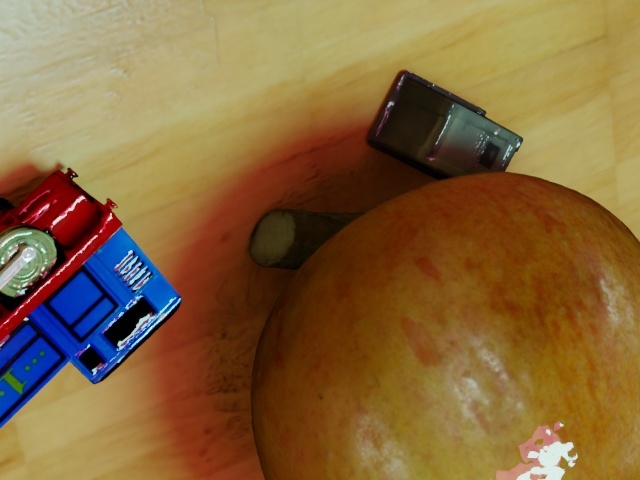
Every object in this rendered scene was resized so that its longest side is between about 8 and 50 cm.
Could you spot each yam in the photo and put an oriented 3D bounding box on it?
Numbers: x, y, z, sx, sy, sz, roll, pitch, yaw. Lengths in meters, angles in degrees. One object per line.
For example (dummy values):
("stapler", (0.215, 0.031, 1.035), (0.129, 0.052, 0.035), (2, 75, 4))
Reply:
("yam", (0.000, 0.000, 1.339), (0.094, 0.043, 0.043), (4, 108, -34))

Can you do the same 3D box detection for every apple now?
("apple", (0.103, 0.112, 1.282), (0.299, 0.275, 0.299), (-23, 151, -14))

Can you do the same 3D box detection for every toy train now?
("toy train", (-0.198, 0.055, 1.210), (0.204, 0.083, 0.131), (-44, 129, -9))

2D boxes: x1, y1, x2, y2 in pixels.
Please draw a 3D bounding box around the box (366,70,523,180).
("box", (0.088, -0.070, 1.352), (0.085, 0.063, 0.060), (25, 96, -36))
